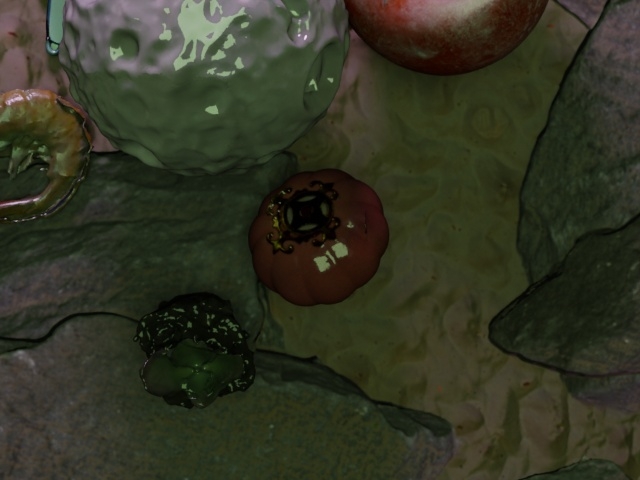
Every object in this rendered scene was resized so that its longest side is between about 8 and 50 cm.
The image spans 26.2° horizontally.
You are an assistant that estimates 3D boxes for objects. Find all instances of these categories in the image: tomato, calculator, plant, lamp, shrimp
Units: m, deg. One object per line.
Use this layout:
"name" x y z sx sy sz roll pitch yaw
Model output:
"tomato" 0.151 -0.328 1.654 0.270 0.227 0.270 -1 84 10
"calculator" -0.307 -0.301 1.726 0.094 0.019 0.141 4 94 -5
"plant" -0.155 0.136 1.693 0.142 0.203 0.131 -17 104 -8
"lamp" 0.000 0.000 1.718 0.182 0.140 0.182 -11 56 17
"shrimp" -0.405 -0.092 1.727 0.253 0.058 0.173 -28 106 -3

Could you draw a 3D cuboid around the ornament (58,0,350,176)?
"ornament" -0.125 -0.234 1.583 0.337 0.337 0.337 0 96 -4
